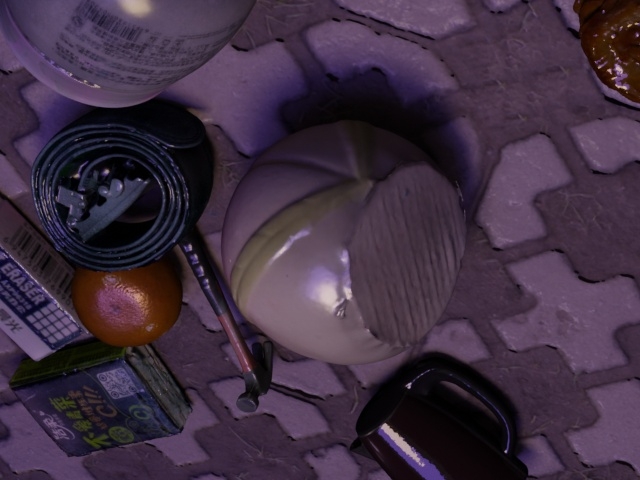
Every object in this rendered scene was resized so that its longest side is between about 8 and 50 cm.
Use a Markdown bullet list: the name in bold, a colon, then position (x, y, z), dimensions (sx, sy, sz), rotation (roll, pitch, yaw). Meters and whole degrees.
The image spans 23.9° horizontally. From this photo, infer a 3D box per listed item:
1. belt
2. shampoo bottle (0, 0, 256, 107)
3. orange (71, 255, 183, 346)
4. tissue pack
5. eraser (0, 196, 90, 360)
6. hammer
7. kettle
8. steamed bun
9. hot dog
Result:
- **belt**: position (-0.246, -0.077, 1.947), dimensions (0.267, 0.116, 0.206), rotation (-25, 103, 31)
- **shampoo bottle**: position (-0.208, -0.300, 1.637), dimensions (0.273, 0.273, 0.266), rotation (36, 141, -12)
- **orange**: position (-0.265, 0.070, 2.082), dimensions (0.156, 0.124, 0.156), rotation (3, 114, 7)
- **tissue pack**: position (-0.332, 0.235, 2.281), dimensions (0.235, 0.073, 0.173), rotation (-16, 122, 31)
- **eraser**: position (-0.449, 0.035, 2.143), dimensions (0.130, 0.086, 0.287), rotation (-25, 117, 33)
- **hammer**: position (-0.137, 0.093, 2.080), dimensions (0.033, 0.111, 0.288), rotation (-13, 115, 26)
- **kettle**: position (0.173, 0.284, 2.100), dimensions (0.232, 0.144, 0.202), rotation (42, 111, -14)
- **steamed bun**: position (0.000, 0.000, 1.823), dimensions (0.309, 0.309, 0.309), rotation (10, 132, 12)
- **hot dog**: position (0.398, -0.228, 1.582), dimensions (0.259, 0.114, 0.175), rotation (-15, 124, 31)
